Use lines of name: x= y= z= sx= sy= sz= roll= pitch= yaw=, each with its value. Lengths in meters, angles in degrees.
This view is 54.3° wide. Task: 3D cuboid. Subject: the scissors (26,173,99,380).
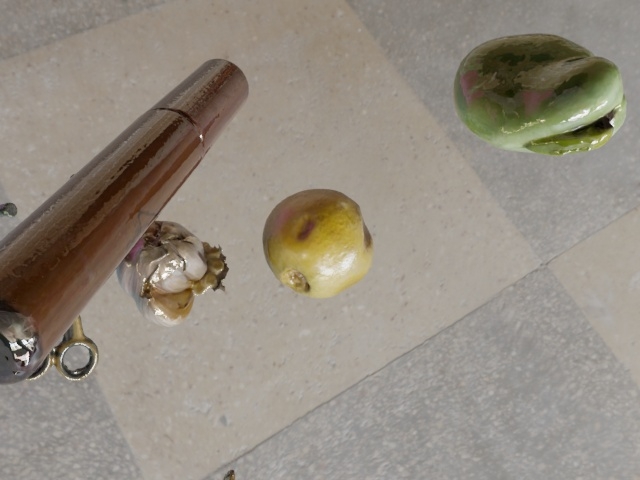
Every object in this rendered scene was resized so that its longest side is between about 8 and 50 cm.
scissors: x=-0.266 y=0.039 z=0.649 sx=0.088 sy=0.017 sz=0.220 roll=7 pitch=96 yaw=-25

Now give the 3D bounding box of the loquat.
loquat: x=0.005 y=0.003 z=1.161 sx=0.213 sy=0.213 sz=0.213 roll=3 pitch=66 yaw=-7

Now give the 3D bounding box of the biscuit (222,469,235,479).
biscuit: x=-0.168 y=0.479 z=1.089 sx=0.016 sy=0.203 sz=0.144 roll=8 pitch=63 yaw=-9

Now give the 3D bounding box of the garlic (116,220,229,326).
garlic: x=-0.251 y=0.046 z=1.153 sx=0.207 sy=0.257 sz=0.207 roll=8 pitch=77 yaw=-41

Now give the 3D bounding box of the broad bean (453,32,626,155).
broad bean: x=0.266 y=-0.179 z=0.778 sx=0.169 sy=0.100 sz=0.228 roll=-37 pitch=46 yaw=4

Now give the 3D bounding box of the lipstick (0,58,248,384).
lipstick: x=-0.121 y=-0.047 z=0.422 sx=0.057 sy=0.057 sz=0.356 roll=18 pitch=34 yaw=-1

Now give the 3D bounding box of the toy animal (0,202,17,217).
toy animal: x=-0.520 y=0.038 z=0.928 sx=0.137 sy=0.082 sz=0.269 roll=-7 pitch=81 yaw=15
